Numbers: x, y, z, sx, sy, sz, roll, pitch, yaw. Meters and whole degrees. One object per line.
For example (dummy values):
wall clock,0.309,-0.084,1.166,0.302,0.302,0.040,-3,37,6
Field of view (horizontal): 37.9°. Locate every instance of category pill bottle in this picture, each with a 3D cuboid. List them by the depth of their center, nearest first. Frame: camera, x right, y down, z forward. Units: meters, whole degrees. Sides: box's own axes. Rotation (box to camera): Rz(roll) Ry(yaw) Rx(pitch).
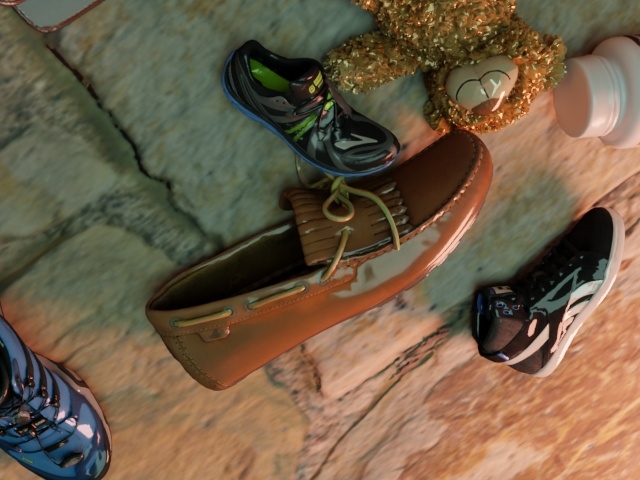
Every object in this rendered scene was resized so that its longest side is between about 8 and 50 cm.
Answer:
pill bottle,0.362,-0.161,0.983,0.215,0.117,0.117,-8,112,-13

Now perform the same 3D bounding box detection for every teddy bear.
teddy bear,0.106,-0.240,0.890,0.245,0.113,0.338,-20,114,-5

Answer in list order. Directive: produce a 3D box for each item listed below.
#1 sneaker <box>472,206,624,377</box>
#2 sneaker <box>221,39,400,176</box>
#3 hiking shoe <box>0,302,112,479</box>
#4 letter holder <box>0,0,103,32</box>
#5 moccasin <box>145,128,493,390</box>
sneaker,0.247,0.051,1.051,0.121,0.079,0.217,17,106,-22
sneaker,-0.009,-0.125,0.888,0.188,0.078,0.067,32,60,-2
hiking shoe,-0.312,0.152,0.909,0.113,0.132,0.304,-35,115,-1
letter holder,-0.181,-0.322,0.760,0.302,0.152,0.214,-40,117,2
moccasin,-0.001,-0.002,0.944,0.380,0.139,0.147,-29,123,8
